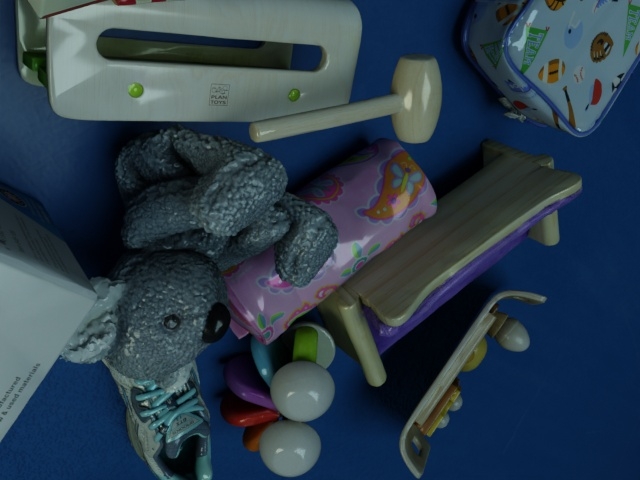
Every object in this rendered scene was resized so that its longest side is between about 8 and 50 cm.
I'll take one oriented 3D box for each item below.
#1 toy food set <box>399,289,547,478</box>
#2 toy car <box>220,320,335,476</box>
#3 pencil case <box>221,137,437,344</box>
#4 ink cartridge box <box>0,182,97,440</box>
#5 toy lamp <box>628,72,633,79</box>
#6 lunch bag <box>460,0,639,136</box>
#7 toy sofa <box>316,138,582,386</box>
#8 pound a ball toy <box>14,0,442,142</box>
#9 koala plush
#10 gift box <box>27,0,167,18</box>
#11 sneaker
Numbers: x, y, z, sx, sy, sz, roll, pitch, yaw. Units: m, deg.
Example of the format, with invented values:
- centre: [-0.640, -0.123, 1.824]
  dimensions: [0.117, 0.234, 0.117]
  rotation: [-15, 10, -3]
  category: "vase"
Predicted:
- centre: [0.232, 0.207, 0.974]
  dimensions: [0.306, 0.092, 0.220]
  rotation: [-57, 166, 3]
  category: "toy food set"
- centre: [-0.057, 0.187, 0.805]
  dimensions: [0.136, 0.159, 0.182]
  rotation: [12, 110, -2]
  category: "toy car"
- centre: [0.000, 0.000, 0.749]
  dimensions: [0.284, 0.124, 0.124]
  rotation: [-38, 130, -14]
  category: "pencil case"
- centre: [-0.347, 0.026, 0.446]
  dimensions: [0.270, 0.198, 0.197]
  rotation: [33, 92, -42]
  category: "ink cartridge box"
- centre: [0.453, -0.329, 0.939]
  dimensions: [0.080, 0.080, 0.275]
  rotation: [12, 104, -40]
  category: "toy lamp"
- centre: [0.329, -0.291, 0.822]
  dimensions: [0.243, 0.115, 0.303]
  rotation: [31, 93, -33]
  category: "lunch bag"
- centre: [0.175, 0.029, 0.854]
  dimensions: [0.362, 0.177, 0.150]
  rotation: [-34, 129, -19]
  category: "toy sofa"
- centre: [-0.067, -0.171, 0.545]
  dimensions: [0.319, 0.208, 0.136]
  rotation: [-7, 117, -33]
  category: "pound a ball toy"
- centre: [-0.130, 0.028, 0.587]
  dimensions: [0.221, 0.203, 0.196]
  rotation: [-65, 152, -9]
  category: "koala plush"
- centre: [-0.093, -0.299, 0.373]
  dimensions: [0.276, 0.255, 0.258]
  rotation: [-28, 173, -36]
  category: "gift box"
- centre: [-0.165, 0.162, 0.705]
  dimensions: [0.110, 0.122, 0.283]
  rotation: [-24, 125, -25]
  category: "sneaker"
